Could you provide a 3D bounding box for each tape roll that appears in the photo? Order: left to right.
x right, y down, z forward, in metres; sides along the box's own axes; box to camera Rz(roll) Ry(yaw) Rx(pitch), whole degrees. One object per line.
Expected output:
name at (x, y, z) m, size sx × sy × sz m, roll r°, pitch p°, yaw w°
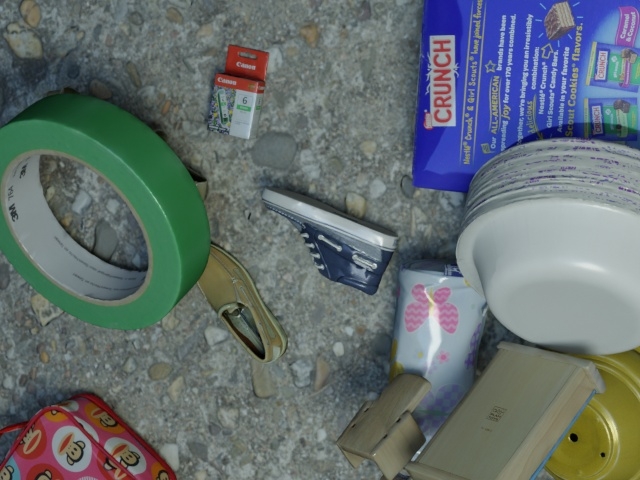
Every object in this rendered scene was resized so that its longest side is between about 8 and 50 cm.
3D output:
tape roll at (-0.298, -0.032, 1.715) m, size 0.321 × 0.077 × 0.321 m, roll 17°, pitch 130°, yaw 21°

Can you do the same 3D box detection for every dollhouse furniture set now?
dollhouse furniture set at (0.234, 0.295, 1.554) m, size 0.286 × 0.198 × 0.303 m, roll 10°, pitch 140°, yaw 50°

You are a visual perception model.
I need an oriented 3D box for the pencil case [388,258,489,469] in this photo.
pencil case at (0.148, 0.155, 1.647) m, size 0.124 × 0.113 × 0.273 m, roll 4°, pitch 99°, yaw -12°

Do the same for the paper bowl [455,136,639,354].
paper bowl at (0.293, 0.024, 1.480) m, size 0.284 × 0.284 × 0.148 m, roll 5°, pitch 56°, yaw 18°

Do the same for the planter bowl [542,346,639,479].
planter bowl at (0.319, 0.225, 1.578) m, size 0.217 × 0.090 × 0.217 m, roll 9°, pitch 106°, yaw 33°

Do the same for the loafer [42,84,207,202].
loafer at (-0.253, -0.122, 1.758) m, size 0.268 × 0.102 × 0.092 m, roll 41°, pitch 106°, yaw 0°

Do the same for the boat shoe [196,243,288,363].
boat shoe at (-0.116, 0.082, 1.746) m, size 0.068 × 0.072 × 0.190 m, roll -44°, pitch 82°, yaw 19°

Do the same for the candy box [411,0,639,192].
candy box at (0.279, -0.185, 1.553) m, size 0.317 × 0.122 × 0.268 m, roll 7°, pitch 101°, yaw 17°

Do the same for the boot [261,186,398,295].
boot at (0.000, 0.000, 1.697) m, size 0.190 × 0.069 × 0.086 m, roll 23°, pitch 101°, yaw 13°

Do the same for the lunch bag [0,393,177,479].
lunch bag at (-0.369, 0.367, 1.843) m, size 0.258 × 0.120 × 0.293 m, roll 42°, pitch 108°, yaw 10°

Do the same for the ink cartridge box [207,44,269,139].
ink cartridge box at (-0.108, -0.195, 1.731) m, size 0.062 × 0.029 × 0.115 m, roll 14°, pitch 102°, yaw 17°
